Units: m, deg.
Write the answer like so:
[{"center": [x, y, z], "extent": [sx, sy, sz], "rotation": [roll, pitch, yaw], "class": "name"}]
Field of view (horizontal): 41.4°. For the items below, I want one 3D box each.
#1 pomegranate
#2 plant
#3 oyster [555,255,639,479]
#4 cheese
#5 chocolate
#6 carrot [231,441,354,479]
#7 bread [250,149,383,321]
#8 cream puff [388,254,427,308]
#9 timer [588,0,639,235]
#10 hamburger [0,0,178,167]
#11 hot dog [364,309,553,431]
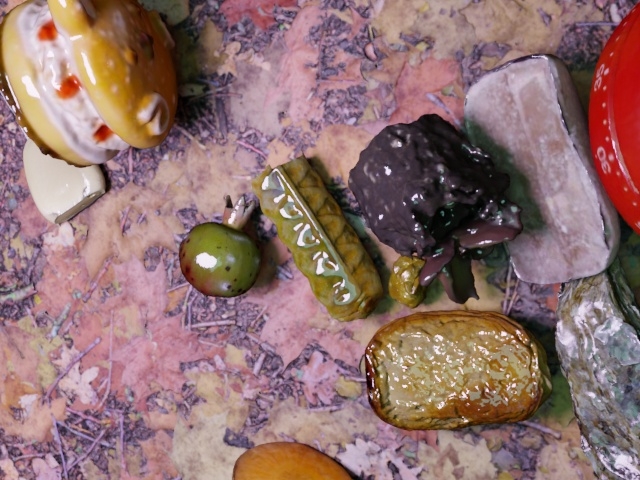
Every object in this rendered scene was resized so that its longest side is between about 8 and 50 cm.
[{"center": [-0.155, 0.009, 1.291], "extent": [0.129, 0.129, 0.159], "rotation": [-7, 87, 17], "class": "pomegranate"}, {"center": [0.154, -0.046, 1.143], "extent": [0.234, 0.178, 0.204], "rotation": [61, 150, 21], "class": "plant"}, {"center": [0.408, 0.173, 1.134], "extent": [0.162, 0.158, 0.351], "rotation": [-15, 80, 20], "class": "oyster"}, {"center": [-0.458, -0.157, 1.403], "extent": [0.127, 0.054, 0.251], "rotation": [-33, 85, 14], "class": "cheese"}, {"center": [0.306, -0.095, 1.139], "extent": [0.185, 0.100, 0.303], "rotation": [-17, 90, 54], "class": "chocolate"}, {"center": [-0.064, 0.469, 1.306], "extent": [0.196, 0.196, 0.254], "rotation": [20, 112, 14], "class": "carrot"}, {"center": [-0.001, 0.001, 1.263], "extent": [0.269, 0.098, 0.087], "rotation": [58, 146, 4], "class": "bread"}, {"center": [0.133, 0.060, 1.237], "extent": [0.058, 0.083, 0.083], "rotation": [-17, 114, -19], "class": "cream puff"}, {"center": [0.505, -0.145, 0.966], "extent": [0.378, 0.279, 0.378], "rotation": [0, 86, -5], "class": "timer"}, {"center": [-0.324, -0.264, 1.226], "extent": [0.186, 0.261, 0.302], "rotation": [-17, 133, 20], "class": "hamburger"}, {"center": [0.199, 0.188, 1.212], "extent": [0.259, 0.114, 0.175], "rotation": [-4, 90, 15], "class": "hot dog"}]
